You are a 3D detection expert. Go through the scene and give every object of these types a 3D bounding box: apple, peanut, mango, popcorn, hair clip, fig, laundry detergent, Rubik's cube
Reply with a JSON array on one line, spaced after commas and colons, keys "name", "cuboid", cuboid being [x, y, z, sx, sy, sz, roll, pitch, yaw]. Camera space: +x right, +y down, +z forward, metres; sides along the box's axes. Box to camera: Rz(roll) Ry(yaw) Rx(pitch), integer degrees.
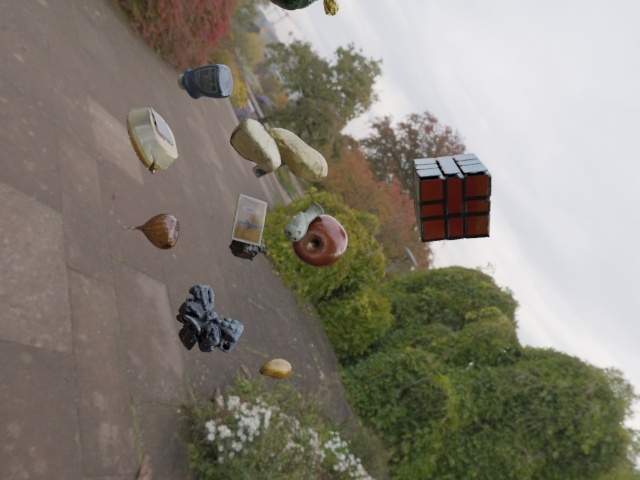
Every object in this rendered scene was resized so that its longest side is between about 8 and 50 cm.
[{"name": "apple", "cuboid": [0.000, 0.000, 1.590, 0.201, 0.201, 0.162, 59, 17, -1]}, {"name": "peanut", "cuboid": [-0.099, -0.357, 1.828, 0.318, 0.147, 0.148, 36, 18, -26]}, {"name": "mango", "cuboid": [-0.204, 0.580, 1.959, 0.184, 0.102, 0.085, 30, 22, -49]}, {"name": "popcorn", "cuboid": [0.038, -0.861, 1.561, 0.083, 0.057, 0.082, -83, 160, -45]}, {"name": "hair clip", "cuboid": [-0.481, 0.342, 1.810, 0.310, 0.195, 0.206, 45, 45, 14]}, {"name": "fig", "cuboid": [-0.665, -0.037, 1.702, 0.134, 0.200, 0.146, -112, -157, -64]}, {"name": "laundry detergent", "cuboid": [-0.534, -0.717, 1.956, 0.094, 0.289, 0.144, -30, 123, -53]}, {"name": "Rubik's cube", "cuboid": [0.537, -0.182, 1.789, 0.289, 0.283, 0.294, -76, 162, -62]}]

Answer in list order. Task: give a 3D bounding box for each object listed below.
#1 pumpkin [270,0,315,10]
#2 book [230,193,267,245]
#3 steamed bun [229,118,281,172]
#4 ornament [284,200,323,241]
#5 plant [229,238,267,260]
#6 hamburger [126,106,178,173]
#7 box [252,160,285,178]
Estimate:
[{"name": "pumpkin", "cuboid": [-0.121, -0.861, 1.325, 0.293, 0.196, 0.263, 60, -12, -16]}, {"name": "book", "cuboid": [-0.370, -0.105, 2.241, 0.170, 0.018, 0.242, 16, 74, -35]}, {"name": "steamed bun", "cuboid": [-0.234, -0.363, 1.644, 0.212, 0.110, 0.231, 47, -17, -16]}, {"name": "ornament", "cuboid": [-0.064, -0.065, 1.493, 0.074, 0.156, 0.081, 23, -27, 49]}, {"name": "plant", "cuboid": [-0.387, 0.031, 2.339, 0.203, 0.131, 0.143, 5, 46, -48]}, {"name": "hamburger", "cuboid": [-0.703, -0.415, 1.772, 0.227, 0.151, 0.295, 61, 6, -51]}, {"name": "box", "cuboid": [-0.214, -0.352, 1.973, 0.050, 0.207, 0.041, 61, 9, -27]}]
